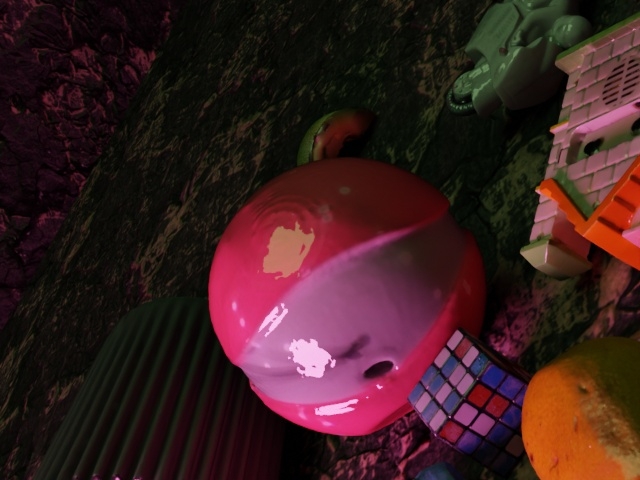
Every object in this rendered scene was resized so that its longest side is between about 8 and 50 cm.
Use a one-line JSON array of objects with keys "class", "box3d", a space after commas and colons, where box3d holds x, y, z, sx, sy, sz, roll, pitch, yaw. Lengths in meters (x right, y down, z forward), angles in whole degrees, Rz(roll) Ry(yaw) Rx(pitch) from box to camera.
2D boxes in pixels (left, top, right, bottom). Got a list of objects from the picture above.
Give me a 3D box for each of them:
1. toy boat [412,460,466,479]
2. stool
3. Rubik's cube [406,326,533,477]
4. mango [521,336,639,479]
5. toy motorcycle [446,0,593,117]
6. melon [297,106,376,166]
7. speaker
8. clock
[{"class": "toy boat", "box3d": [0.117, 0.263, 1.297, 0.077, 0.075, 0.185, -47, 19, 1]}, {"class": "stool", "box3d": [-0.182, 0.261, 1.663, 0.297, 0.297, 0.330, -41, 22, 34]}, {"class": "Rubik's cube", "box3d": [0.155, 0.156, 1.340, 0.092, 0.092, 0.092, -55, 22, 6]}, {"class": "mango", "box3d": [0.243, 0.159, 1.130, 0.147, 0.109, 0.227, -51, 24, 3]}, {"class": "toy motorcycle", "box3d": [0.261, -0.250, 1.681, 0.171, 0.110, 0.260, 12, 62, 50]}, {"class": "melon", "box3d": [0.002, -0.139, 2.088, 0.128, 0.079, 0.160, -1, 59, 63]}, {"class": "speaker", "box3d": [0.025, 0.053, 1.466, 0.294, 0.294, 0.294, -45, 25, 27]}, {"class": "clock", "box3d": [0.312, -0.090, 1.349, 0.220, 0.106, 0.255, -24, 43, 56]}]
